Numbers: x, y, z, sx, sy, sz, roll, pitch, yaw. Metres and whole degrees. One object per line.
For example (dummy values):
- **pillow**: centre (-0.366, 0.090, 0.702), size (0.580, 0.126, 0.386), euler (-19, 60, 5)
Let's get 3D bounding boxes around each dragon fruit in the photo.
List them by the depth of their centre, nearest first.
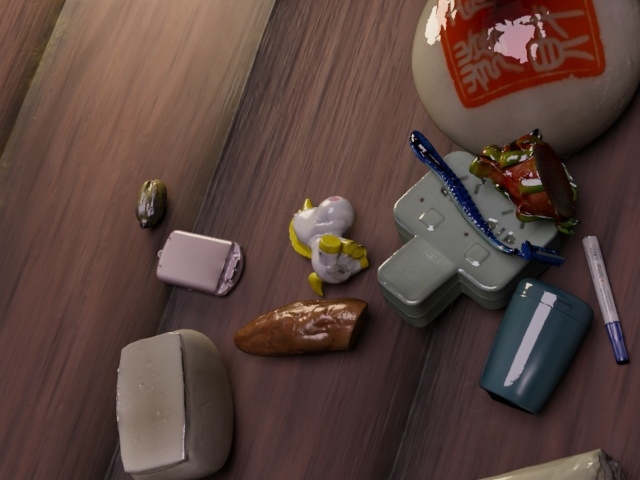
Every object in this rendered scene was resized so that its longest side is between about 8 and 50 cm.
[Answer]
- **dragon fruit**: centre (0.311, -0.093, 1.707), size (0.175, 0.138, 0.142), euler (10, 74, 36)

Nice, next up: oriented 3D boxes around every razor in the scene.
- **razor**: centre (0.227, -0.058, 1.739), size (0.324, 0.093, 0.056), euler (48, 112, 34)

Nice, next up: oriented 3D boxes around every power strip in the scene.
- **power strip**: centre (0.213, 0.025, 1.796), size (0.261, 0.141, 0.229), euler (-43, 59, -12)

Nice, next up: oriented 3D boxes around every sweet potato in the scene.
- **sweet potato**: centre (-0.032, 0.148, 1.865), size (0.252, 0.097, 0.097), euler (-14, 65, 24)

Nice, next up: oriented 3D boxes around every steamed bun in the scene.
- **steamed bun**: centre (0.316, -0.313, 1.798), size (0.375, 0.241, 0.374), euler (-8, 67, 19)
- **steamed bun**: centre (-0.230, 0.275, 1.862), size (0.146, 0.164, 0.241), euler (-15, 66, 21)

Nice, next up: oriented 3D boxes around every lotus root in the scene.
- **lotus root**: centre (-0.309, -0.064, 2.095), size (0.054, 0.049, 0.099), euler (4, 72, 17)

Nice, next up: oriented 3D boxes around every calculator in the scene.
- **calculator**: centre (-0.214, 0.038, 2.022), size (0.175, 0.032, 0.100), euler (12, 75, 28)

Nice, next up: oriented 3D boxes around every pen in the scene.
- **pen**: centre (0.425, 0.086, 1.715), size (0.025, 0.025, 0.204), euler (-18, 65, 18)

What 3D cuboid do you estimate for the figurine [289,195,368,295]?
- **figurine**: centre (0.004, -0.006, 1.912), size (0.130, 0.109, 0.178), euler (-40, 53, 32)

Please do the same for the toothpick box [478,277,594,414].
- **toothpick box**: centre (0.311, 0.158, 1.686), size (0.120, 0.120, 0.184), euler (23, 84, 30)

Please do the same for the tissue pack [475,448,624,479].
- **tissue pack**: centre (0.245, 0.464, 1.545), size (0.380, 0.207, 0.297), euler (-16, 67, 19)
